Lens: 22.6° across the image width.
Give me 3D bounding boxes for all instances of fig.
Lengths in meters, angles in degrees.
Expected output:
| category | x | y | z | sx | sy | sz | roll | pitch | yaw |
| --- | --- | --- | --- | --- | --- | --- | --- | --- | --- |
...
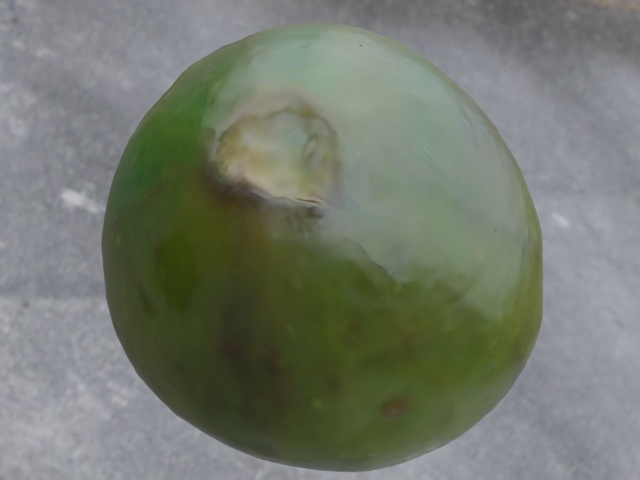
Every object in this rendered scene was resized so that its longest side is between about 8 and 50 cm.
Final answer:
| category | x | y | z | sx | sy | sz | roll | pitch | yaw |
| --- | --- | --- | --- | --- | --- | --- | --- | --- | --- |
| fig | 0.000 | 0.000 | 0.642 | 0.181 | 0.181 | 0.191 | 46 | -4 | 21 |
